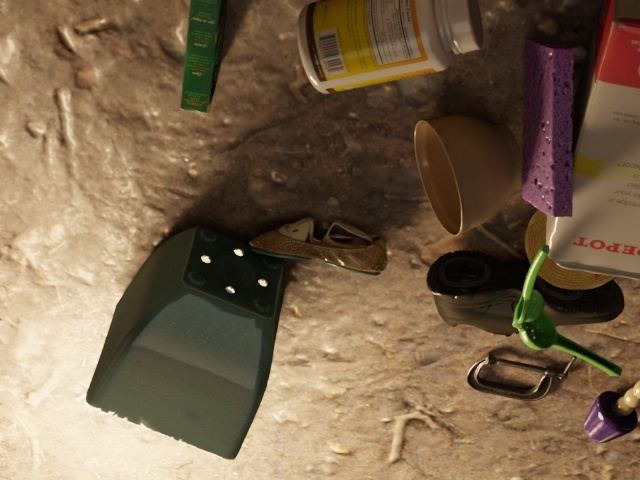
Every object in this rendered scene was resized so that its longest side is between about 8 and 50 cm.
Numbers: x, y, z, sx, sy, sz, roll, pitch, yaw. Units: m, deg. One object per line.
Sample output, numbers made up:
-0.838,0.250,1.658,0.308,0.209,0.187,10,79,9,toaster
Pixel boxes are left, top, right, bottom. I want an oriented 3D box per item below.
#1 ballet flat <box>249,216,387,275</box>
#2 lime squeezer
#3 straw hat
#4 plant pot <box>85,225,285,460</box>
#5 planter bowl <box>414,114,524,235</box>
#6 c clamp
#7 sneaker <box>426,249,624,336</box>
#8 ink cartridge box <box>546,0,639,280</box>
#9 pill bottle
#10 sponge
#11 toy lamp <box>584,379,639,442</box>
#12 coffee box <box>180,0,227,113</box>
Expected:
0.000,0.000,1.878,0.206,0.073,0.067,10,107,-2,ballet flat
0.314,0.108,1.749,0.110,0.059,0.310,12,151,41,lime squeezer
0.364,0.007,1.802,0.145,0.144,0.061,0,175,11,straw hat
-0.175,0.130,1.912,0.247,0.247,0.252,24,126,-11,plant pot
0.205,-0.098,1.689,0.109,0.162,0.162,-17,133,-11,planter bowl
0.319,0.212,2.040,0.161,0.022,0.137,8,139,1,c clamp
0.305,0.086,1.879,0.286,0.109,0.130,6,142,16,sneaker
0.455,-0.135,1.584,0.279,0.160,0.384,10,134,2,ink cartridge box
0.088,-0.257,1.570,0.215,0.117,0.117,-9,131,19,pill bottle
0.283,-0.143,1.581,0.031,0.117,0.210,-4,104,-8,sponge
0.509,0.226,1.978,0.080,0.080,0.274,25,130,-13,toy lamp
-0.145,-0.266,1.612,0.040,0.113,0.184,10,133,-2,coffee box
